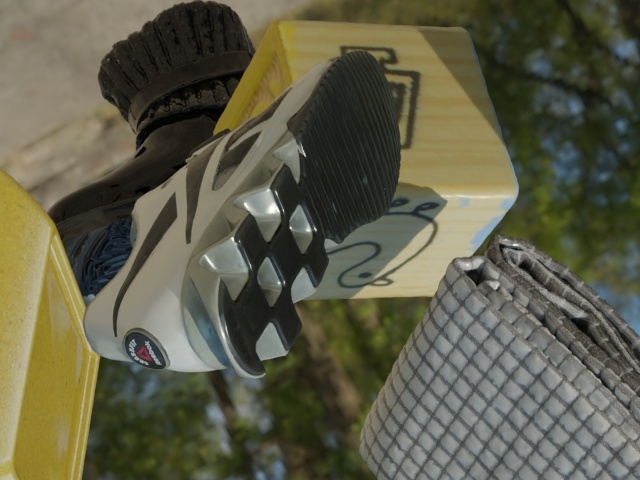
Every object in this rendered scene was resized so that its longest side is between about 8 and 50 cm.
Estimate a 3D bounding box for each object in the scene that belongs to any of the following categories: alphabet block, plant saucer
[{"bbox_3d":[0.035,-0.071,1.631,0.197,0.193,0.192,-1,147,-24],"label":"alphabet block"},{"bbox_3d":[-0.264,0.139,1.568,0.081,0.333,0.333,1,-121,5],"label":"plant saucer"}]

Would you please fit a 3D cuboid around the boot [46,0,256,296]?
[{"bbox_3d":[-0.179,-0.099,1.851,0.348,0.260,0.131,-20,149,-29],"label":"boot"}]

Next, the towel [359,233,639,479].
[{"bbox_3d":[0.187,0.166,1.454,0.121,0.284,0.235,-23,149,-47],"label":"towel"}]

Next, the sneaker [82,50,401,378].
[{"bbox_3d":[-0.053,-0.029,1.227,0.146,0.122,0.330,-5,-152,31],"label":"sneaker"}]
